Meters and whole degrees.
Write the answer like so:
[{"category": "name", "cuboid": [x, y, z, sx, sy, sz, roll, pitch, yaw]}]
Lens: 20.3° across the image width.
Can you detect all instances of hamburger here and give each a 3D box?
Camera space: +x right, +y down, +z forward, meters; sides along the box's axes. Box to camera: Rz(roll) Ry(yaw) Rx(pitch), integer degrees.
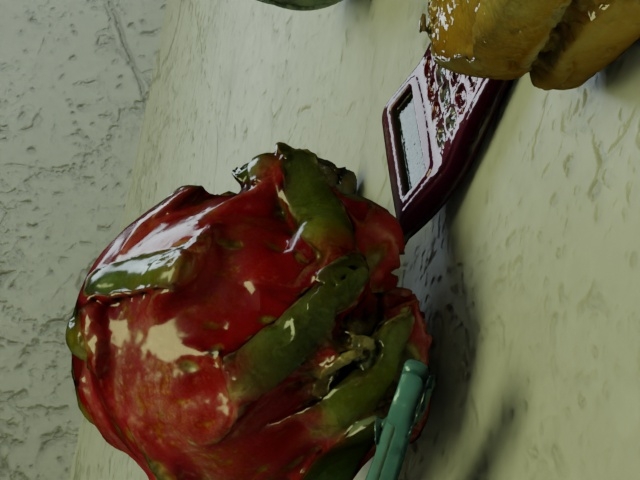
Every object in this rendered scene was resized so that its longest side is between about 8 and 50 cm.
[{"category": "hamburger", "cuboid": [0.123, -0.186, 0.949, 0.214, 0.108, 0.214, -169, 90, -78]}]

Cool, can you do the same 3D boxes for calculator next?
[{"category": "calculator", "cuboid": [0.089, -0.099, 1.194, 0.127, 0.034, 0.190, -93, 24, -47]}]

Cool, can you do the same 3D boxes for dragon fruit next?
[{"category": "dragon fruit", "cuboid": [-0.041, 0.069, 1.204, 0.231, 0.237, 0.302, 58, 151, -8]}]

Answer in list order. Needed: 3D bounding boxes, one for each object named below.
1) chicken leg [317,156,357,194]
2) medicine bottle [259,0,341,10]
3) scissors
[{"category": "chicken leg", "cuboid": [-0.001, -0.007, 1.431, 0.196, 0.080, 0.125, 142, 126, -60]}, {"category": "medicine bottle", "cuboid": [-0.027, -0.276, 1.554, 0.143, 0.147, 0.147, -136, 57, -72]}, {"category": "scissors", "cuboid": [0.011, 0.227, 1.116, 0.180, 0.032, 0.393, -65, -9, -53]}]
